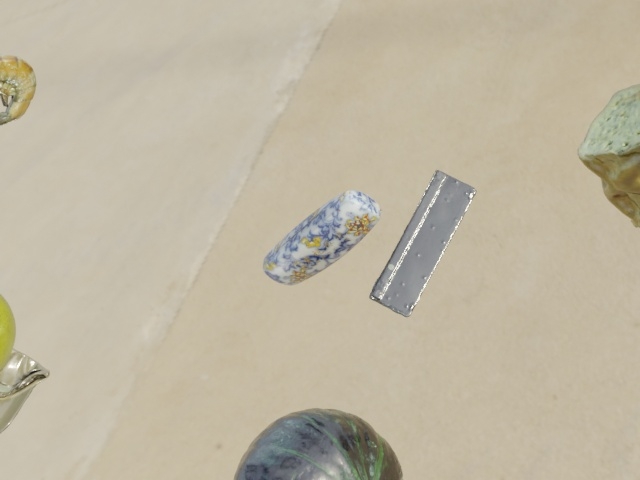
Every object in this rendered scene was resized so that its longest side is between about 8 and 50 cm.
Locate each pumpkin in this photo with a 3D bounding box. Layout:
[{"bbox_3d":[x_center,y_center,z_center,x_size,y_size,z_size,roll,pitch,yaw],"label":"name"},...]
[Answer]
[{"bbox_3d":[0.009,0.438,1.469,0.239,0.315,0.315,-17,37,52],"label":"pumpkin"}]

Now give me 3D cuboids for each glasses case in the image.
[{"bbox_3d":[0.000,0.000,1.462,0.248,0.087,0.065,-40,36,36],"label":"glasses case"}]

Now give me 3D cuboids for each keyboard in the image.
[{"bbox_3d":[0.156,0.005,1.313,0.072,0.023,0.231,28,78,7],"label":"keyboard"}]

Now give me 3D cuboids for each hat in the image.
[{"bbox_3d":[-0.580,0.263,1.519,0.085,0.147,0.175,-38,23,59],"label":"hat"}]

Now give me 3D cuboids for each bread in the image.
[{"bbox_3d":[0.608,-0.151,1.557,0.239,0.252,0.196,-19,42,46],"label":"bread"}]

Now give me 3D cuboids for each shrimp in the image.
[{"bbox_3d":[-0.684,-0.295,1.755,0.217,0.150,0.051,-20,38,-23],"label":"shrimp"}]

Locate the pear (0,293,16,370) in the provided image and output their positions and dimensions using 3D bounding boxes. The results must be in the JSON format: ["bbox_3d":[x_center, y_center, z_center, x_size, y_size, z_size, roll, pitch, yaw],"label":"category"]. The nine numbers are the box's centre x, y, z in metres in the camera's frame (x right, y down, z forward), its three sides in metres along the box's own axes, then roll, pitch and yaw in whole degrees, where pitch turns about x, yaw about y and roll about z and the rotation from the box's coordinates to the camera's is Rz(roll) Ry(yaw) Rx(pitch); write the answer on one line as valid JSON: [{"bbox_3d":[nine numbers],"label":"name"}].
[{"bbox_3d":[-0.556,0.131,1.253,0.180,0.216,0.166,9,84,53],"label":"pear"}]
